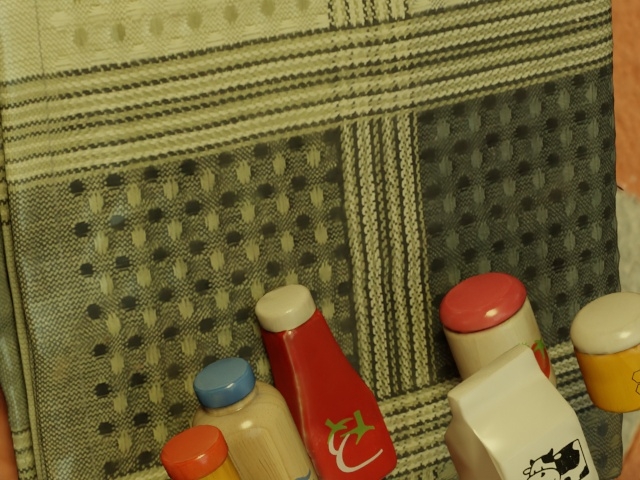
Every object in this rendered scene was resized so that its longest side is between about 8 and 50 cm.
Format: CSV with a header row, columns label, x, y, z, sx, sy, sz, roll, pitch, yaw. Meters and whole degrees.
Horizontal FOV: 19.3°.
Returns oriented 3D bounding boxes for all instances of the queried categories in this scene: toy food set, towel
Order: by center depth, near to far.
label,x,y,z,sx,sy,sz,roll,pitch,yaw
toy food set,0.032,0.063,0.759,0.232,0.111,0.104,-32,117,-21
towel,0.000,0.000,0.827,0.324,0.056,0.312,-14,108,-31
